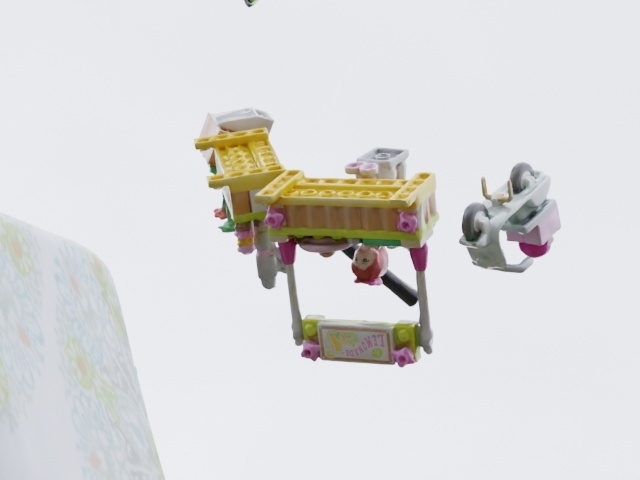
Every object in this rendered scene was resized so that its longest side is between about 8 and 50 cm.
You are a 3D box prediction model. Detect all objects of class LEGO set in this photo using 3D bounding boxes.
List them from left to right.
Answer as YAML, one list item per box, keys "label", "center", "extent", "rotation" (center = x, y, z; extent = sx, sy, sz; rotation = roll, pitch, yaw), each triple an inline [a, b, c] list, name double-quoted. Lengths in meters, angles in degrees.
- label: "LEGO set"
  center: [0.000, 0.000, 1.171]
  extent: [0.287, 0.132, 0.107]
  rotation: [13, -62, 44]

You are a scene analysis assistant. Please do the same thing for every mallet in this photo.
- label: "mallet"
  center: [0.003, -0.012, 1.578]
  extent: [0.190, 0.062, 0.039]
  rotation: [38, -83, -14]

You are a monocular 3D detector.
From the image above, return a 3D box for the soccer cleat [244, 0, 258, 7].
- label: "soccer cleat"
  center: [-0.116, -0.219, 1.396]
  extent: [0.179, 0.072, 0.060]
  rotation: [18, -6, -6]

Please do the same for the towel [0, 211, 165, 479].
- label: "towel"
  center: [-0.207, 0.142, 1.405]
  extent: [0.090, 0.320, 0.374]
  rotation: [-20, -13, 10]

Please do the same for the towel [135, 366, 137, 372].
- label: "towel"
  center: [-0.187, 0.152, 1.747]
  extent: [0.023, 0.152, 0.113]
  rotation: [-38, -42, 21]
